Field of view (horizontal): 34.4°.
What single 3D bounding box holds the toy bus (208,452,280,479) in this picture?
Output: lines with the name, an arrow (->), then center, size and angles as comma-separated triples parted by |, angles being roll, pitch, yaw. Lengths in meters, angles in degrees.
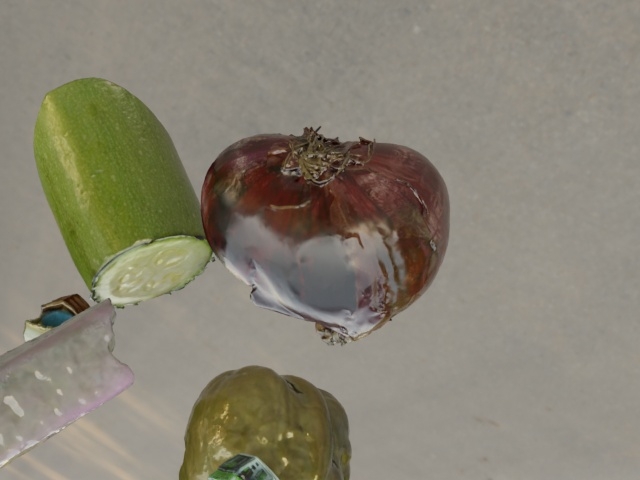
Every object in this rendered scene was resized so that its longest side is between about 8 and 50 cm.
toy bus -> -0.036, 0.176, 0.671 | 0.031, 0.037, 0.083 | -6, 123, 57

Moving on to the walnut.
walnut -> -0.082, 0.345, 1.646 | 0.282, 0.277, 0.253 | 15, 151, -15

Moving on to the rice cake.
rice cake -> -0.241, 0.132, 0.520 | 0.072, 0.365, 0.056 | -13, 104, 54

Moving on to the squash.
squash -> -0.267, -0.064, 1.375 | 0.260, 0.189, 0.189 | 61, 168, 22

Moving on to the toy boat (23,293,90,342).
toy boat -> -0.299, 0.097, 1.188 | 0.065, 0.066, 0.172 | 17, -175, 3

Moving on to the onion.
onion -> 0.000, -0.015, 1.127 | 0.280, 0.221, 0.281 | 6, 136, 6
